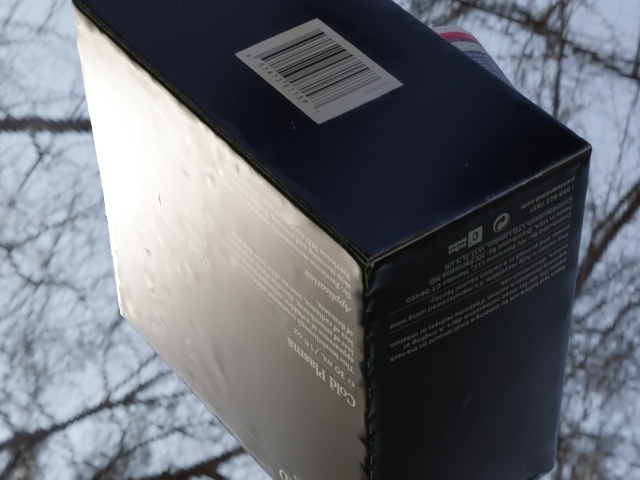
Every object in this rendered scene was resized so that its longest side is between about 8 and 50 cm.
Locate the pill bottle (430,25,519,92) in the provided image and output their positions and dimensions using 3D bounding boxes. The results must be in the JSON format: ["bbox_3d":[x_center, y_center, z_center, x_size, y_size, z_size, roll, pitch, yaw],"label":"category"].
[{"bbox_3d":[0.127,-0.083,1.295,0.108,0.180,0.108,-20,-38,-16],"label":"pill bottle"}]

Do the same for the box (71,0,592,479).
[{"bbox_3d":[0.000,0.000,1.104,0.343,0.179,0.313,43,-32,37],"label":"box"}]
